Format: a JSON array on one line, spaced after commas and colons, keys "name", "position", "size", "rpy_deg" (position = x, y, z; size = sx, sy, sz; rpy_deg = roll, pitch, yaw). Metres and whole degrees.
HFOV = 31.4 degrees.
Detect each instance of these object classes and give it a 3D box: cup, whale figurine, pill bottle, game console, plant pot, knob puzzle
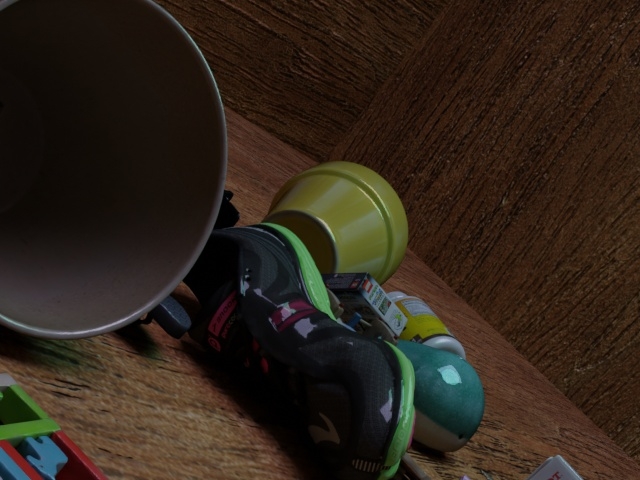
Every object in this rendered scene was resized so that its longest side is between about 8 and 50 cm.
[{"name": "cup", "position": [-0.291, -0.087, 1.121], "size": [0.237, 0.331, 0.331], "rpy_deg": [12, -13, 45]}, {"name": "whale figurine", "position": [0.150, 0.210, 1.806], "size": [0.216, 0.141, 0.272], "rpy_deg": [28, 13, -49]}, {"name": "pill bottle", "position": [0.176, 0.182, 2.128], "size": [0.117, 0.117, 0.215], "rpy_deg": [33, 10, -33]}, {"name": "game console", "position": [-0.164, -0.011, 1.707], "size": [0.071, 0.122, 0.107], "rpy_deg": [42, 9, 12]}, {"name": "plant pot", "position": [0.000, 0.000, 1.999], "size": [0.254, 0.254, 0.239], "rpy_deg": [40, 23, 10]}, {"name": "knob puzzle", "position": [0.095, 0.289, 1.486], "size": [0.213, 0.030, 0.213], "rpy_deg": [44, -9, 9]}]

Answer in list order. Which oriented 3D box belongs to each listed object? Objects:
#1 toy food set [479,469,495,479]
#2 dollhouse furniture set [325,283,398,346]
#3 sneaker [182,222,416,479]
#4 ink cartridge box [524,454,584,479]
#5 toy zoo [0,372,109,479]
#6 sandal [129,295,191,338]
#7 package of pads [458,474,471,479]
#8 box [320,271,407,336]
[{"name": "toy food set", "position": [0.304, 0.430, 1.695], "size": [0.132, 0.038, 0.192], "rpy_deg": [42, 1, -26]}, {"name": "dollhouse furniture set", "position": [-0.002, 0.122, 1.672], "size": [0.129, 0.129, 0.184], "rpy_deg": [33, 11, -36]}, {"name": "sneaker", "position": [-0.051, 0.138, 1.396], "size": [0.202, 0.185, 0.483], "rpy_deg": [8, 24, -35]}, {"name": "ink cartridge box", "position": [0.322, 0.398, 1.456], "size": [0.203, 0.148, 0.086], "rpy_deg": [49, 5, 23]}, {"name": "toy zoo", "position": [-0.191, 0.206, 0.808], "size": [0.293, 0.030, 0.192], "rpy_deg": [42, 9, 16]}, {"name": "sandal", "position": [-0.252, 0.048, 1.328], "size": [0.254, 0.054, 0.097], "rpy_deg": [32, -2, 24]}, {"name": "package of pads", "position": [0.211, 0.367, 1.558], "size": [0.083, 0.050, 0.032], "rpy_deg": [40, 14, 6]}, {"name": "box", "position": [0.023, 0.100, 1.755], "size": [0.207, 0.036, 0.114], "rpy_deg": [-3, -44, 46]}]
